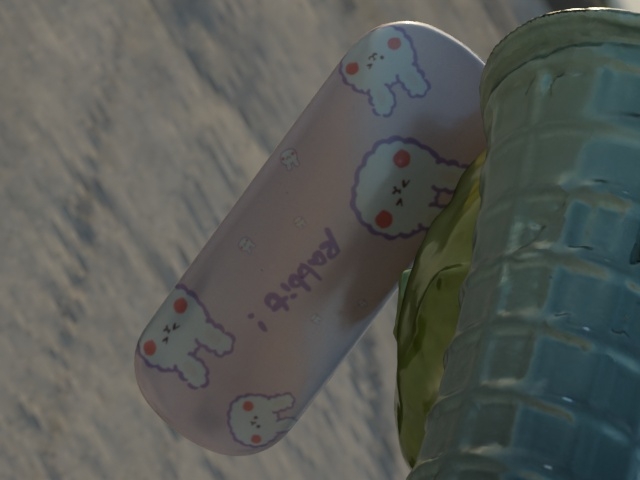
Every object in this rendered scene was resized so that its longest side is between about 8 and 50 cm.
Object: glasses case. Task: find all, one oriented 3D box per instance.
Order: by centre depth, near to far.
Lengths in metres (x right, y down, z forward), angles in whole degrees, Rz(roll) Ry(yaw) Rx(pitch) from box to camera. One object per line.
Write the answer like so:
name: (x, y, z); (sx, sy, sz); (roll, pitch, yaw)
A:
glasses case: (0.000, 0.000, 1.144); (0.113, 0.297, 0.075); (36, 8, -1)

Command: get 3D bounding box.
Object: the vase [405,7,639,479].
vase: (0.094, 0.065, 0.735); (0.143, 0.143, 0.298); (51, 47, -43)

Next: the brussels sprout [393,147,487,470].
brussels sprout: (0.190, 0.043, 0.997); (0.274, 0.316, 0.242); (15, -36, 51)
